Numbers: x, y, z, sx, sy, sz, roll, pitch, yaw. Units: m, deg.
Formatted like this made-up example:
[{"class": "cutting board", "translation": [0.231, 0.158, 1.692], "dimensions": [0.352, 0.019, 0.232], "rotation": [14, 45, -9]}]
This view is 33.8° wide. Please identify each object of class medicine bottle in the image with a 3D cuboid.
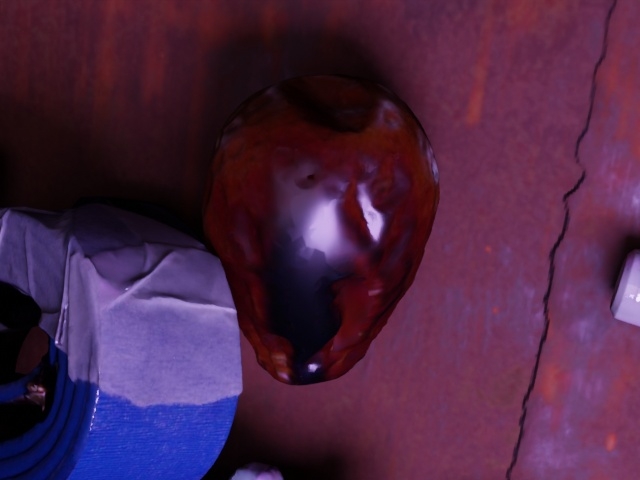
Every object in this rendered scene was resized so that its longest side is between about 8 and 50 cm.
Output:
[{"class": "medicine bottle", "translation": [0.250, 0.042, 0.728], "dimensions": [0.089, 0.052, 0.052], "rotation": [18, 108, 13]}]

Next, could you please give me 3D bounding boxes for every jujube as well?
[{"class": "jujube", "translation": [0.000, 0.000, 0.745], "dimensions": [0.168, 0.168, 0.236], "rotation": [13, 124, 14]}]

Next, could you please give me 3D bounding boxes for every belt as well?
[{"class": "belt", "translation": [-0.203, 0.087, 0.750], "dimensions": [0.347, 0.117, 0.213], "rotation": [-9, 77, 46]}]

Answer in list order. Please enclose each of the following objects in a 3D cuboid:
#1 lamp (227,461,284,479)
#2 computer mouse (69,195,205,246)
[{"class": "lamp", "translation": [-0.088, 0.284, 0.796], "dimensions": [0.301, 0.247, 0.247], "rotation": [17, 105, 20]}, {"class": "computer mouse", "translation": [-0.133, 0.020, 0.832], "dimensions": [0.172, 0.057, 0.099], "rotation": [30, 119, 20]}]
